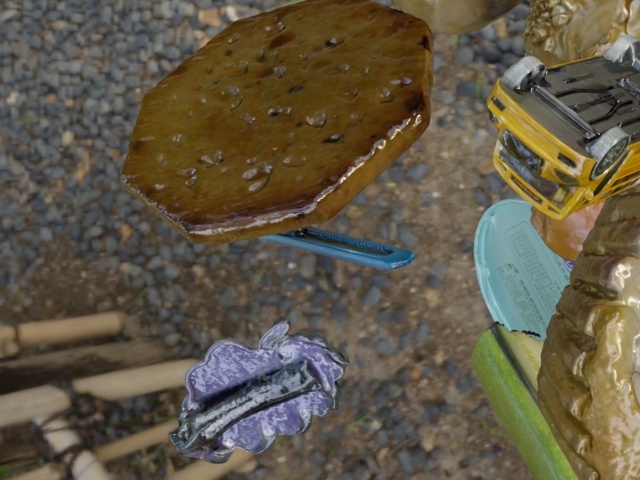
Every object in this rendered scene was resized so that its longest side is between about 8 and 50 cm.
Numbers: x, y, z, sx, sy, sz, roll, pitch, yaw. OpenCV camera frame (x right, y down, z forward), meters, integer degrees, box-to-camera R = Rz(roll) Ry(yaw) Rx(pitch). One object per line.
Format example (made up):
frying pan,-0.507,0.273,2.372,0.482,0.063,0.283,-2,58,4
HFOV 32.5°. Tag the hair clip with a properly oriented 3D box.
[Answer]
hair clip,-0.063,0.146,1.018,0.195,0.052,0.124,-31,115,17

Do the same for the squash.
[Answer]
squash,0.283,0.234,1.349,0.093,0.169,0.252,-43,54,23

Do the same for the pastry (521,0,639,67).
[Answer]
pastry,0.308,-0.226,1.106,0.255,0.311,0.162,-43,71,0

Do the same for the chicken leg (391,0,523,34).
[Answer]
chicken leg,0.191,-0.411,1.134,0.182,0.295,0.409,53,164,34

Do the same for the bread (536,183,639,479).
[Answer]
bread,0.244,0.069,0.715,0.149,0.274,0.274,17,105,52

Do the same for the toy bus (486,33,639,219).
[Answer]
toy bus,0.150,-0.060,0.605,0.069,0.162,0.074,45,130,23

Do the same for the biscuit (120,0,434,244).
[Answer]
biscuit,-0.044,-0.133,1.136,0.359,0.359,0.046,9,144,36

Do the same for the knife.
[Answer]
knife,0.000,-0.002,1.127,0.297,0.044,0.026,12,116,55

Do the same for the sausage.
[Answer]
sausage,0.319,-0.009,1.043,0.238,0.098,0.098,9,102,8

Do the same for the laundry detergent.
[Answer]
laundry detergent,0.417,0.019,1.510,0.287,0.305,0.287,45,149,36
